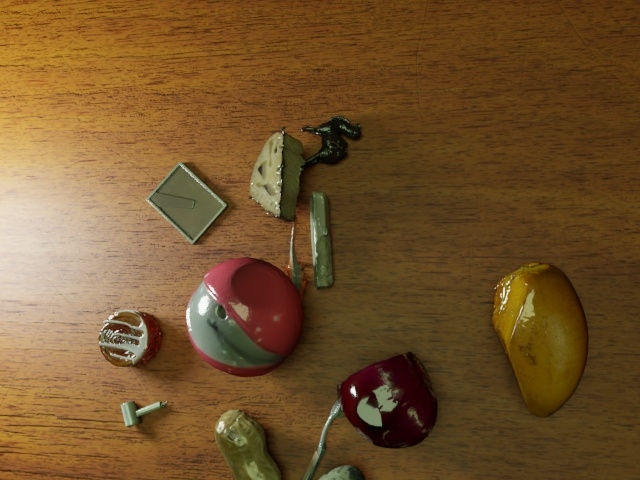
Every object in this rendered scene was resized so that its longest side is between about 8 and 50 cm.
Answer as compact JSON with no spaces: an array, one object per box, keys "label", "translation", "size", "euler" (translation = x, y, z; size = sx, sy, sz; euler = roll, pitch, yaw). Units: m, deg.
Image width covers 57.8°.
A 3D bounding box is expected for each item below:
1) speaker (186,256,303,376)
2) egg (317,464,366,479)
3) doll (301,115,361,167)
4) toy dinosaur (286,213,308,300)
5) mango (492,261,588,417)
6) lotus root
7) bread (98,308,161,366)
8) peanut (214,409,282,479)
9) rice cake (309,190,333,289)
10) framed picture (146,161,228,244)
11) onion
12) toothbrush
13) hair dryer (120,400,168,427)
[{"label":"speaker","translation":[-0.190,0.194,1.431],"size":[0.294,0.294,0.294],"euler":[-2,79,11]},{"label":"egg","translation":[0.041,0.612,1.349],"size":[0.141,0.141,0.182],"euler":[31,76,16]},{"label":"doll","translation":[0.030,-0.271,1.571],"size":[0.165,0.057,0.139],"euler":[-5,75,6]},{"label":"toy dinosaur","translation":[-0.063,0.075,1.497],"size":[0.055,0.101,0.279],"euler":[-5,89,0]},{"label":"mango","translation":[0.494,0.224,1.311],"size":[0.199,0.201,0.350],"euler":[-11,84,39]},{"label":"lotus root","translation":[-0.119,-0.161,1.531],"size":[0.170,0.074,0.261],"euler":[-13,63,46]},{"label":"bread","translation":[-0.514,0.263,1.566],"size":[0.160,0.073,0.160],"euler":[-2,78,11]},{"label":"peanut","translation":[-0.173,0.526,1.426],"size":[0.120,0.110,0.236],"euler":[-33,76,-10]},{"label":"rice cake","translation":[0.000,0.000,1.520],"size":[0.052,0.057,0.256],"euler":[-6,78,12]},{"label":"framed picture","translation":[-0.378,-0.108,1.642],"size":[0.203,0.015,0.150],"euler":[41,90,15]},{"label":"onion","translation":[0.165,0.378,1.333],"size":[0.216,0.206,0.207],"euler":[-32,74,3]},{"label":"toothbrush","translation":[-0.019,0.553,1.429],"size":[0.037,0.028,0.375],"euler":[29,85,-26]},{"label":"hair dryer","translation":[-0.466,0.446,1.543],"size":[0.124,0.038,0.063],"euler":[-21,75,1]}]
